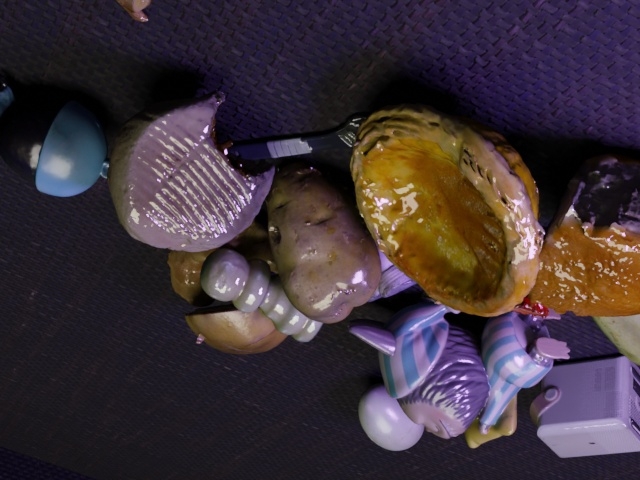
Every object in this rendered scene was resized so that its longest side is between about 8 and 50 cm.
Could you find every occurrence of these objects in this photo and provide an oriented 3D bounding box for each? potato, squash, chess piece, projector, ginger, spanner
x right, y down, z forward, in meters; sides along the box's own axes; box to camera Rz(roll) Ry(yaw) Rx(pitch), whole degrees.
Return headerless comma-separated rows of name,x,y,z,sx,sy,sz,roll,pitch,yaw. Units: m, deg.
potato,-0.168,0.184,1.974,0.239,0.116,0.299,-3,177,-5
squash,0.563,0.126,1.766,0.118,0.118,0.370,-19,134,39
chess piece,-0.111,0.093,1.774,0.243,0.133,0.133,23,146,-21
projector,0.587,0.367,2.060,0.242,0.177,0.163,-17,135,36
ginger,-0.286,-0.362,1.407,0.048,0.030,0.097,-9,143,32
spanner,-0.029,-0.170,1.616,0.315,0.024,0.087,-4,142,26
potato,0.000,0.000,1.686,0.191,0.141,0.296,-20,94,21
ginger,-0.193,0.007,1.872,0.363,0.122,0.348,0,143,29

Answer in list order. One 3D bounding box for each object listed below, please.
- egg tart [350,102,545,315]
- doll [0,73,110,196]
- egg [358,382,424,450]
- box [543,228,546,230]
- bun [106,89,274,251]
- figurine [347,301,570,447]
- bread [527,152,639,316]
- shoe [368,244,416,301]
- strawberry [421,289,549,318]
egg tart,0.212,-0.064,1.483,0.388,0.169,0.388,39,151,27
doll,-0.499,-0.185,1.654,0.314,0.141,0.177,26,116,2
egg,0.173,0.435,2.328,0.151,0.151,0.209,-12,137,33
box,0.387,0.014,1.713,0.063,0.060,0.085,20,148,4
bun,-0.234,-0.111,1.583,0.281,0.282,0.205,29,-178,-23
figurine,0.241,0.237,1.905,0.377,0.266,0.361,16,134,-20
bread,0.490,0.006,1.505,0.278,0.225,0.250,21,141,4
shoe,0.112,0.039,1.807,0.095,0.138,0.245,-21,178,-11
strawberry,0.311,0.078,1.753,0.188,0.106,0.286,18,170,-40
